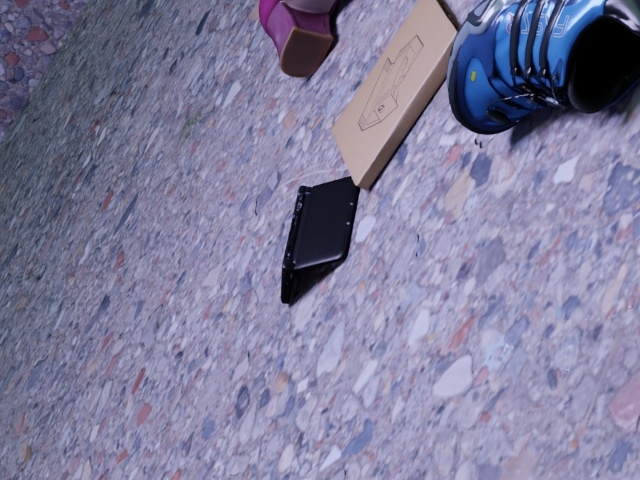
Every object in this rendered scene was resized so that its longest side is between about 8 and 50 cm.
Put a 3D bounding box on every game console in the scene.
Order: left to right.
[{"bbox_3d":[0.000,0.000,1.826,0.107,0.071,0.122,94,-174,-52],"label":"game console"}]

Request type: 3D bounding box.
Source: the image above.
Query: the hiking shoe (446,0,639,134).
[{"bbox_3d":[0.198,-0.158,1.393,0.304,0.113,0.132,-43,34,52],"label":"hiking shoe"}]

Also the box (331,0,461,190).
[{"bbox_3d":[0.085,-0.169,1.816,0.201,0.021,0.164,-55,21,17],"label":"box"}]

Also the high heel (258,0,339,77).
[{"bbox_3d":[0.021,-0.400,2.101,0.377,0.127,0.181,-54,32,31],"label":"high heel"}]
